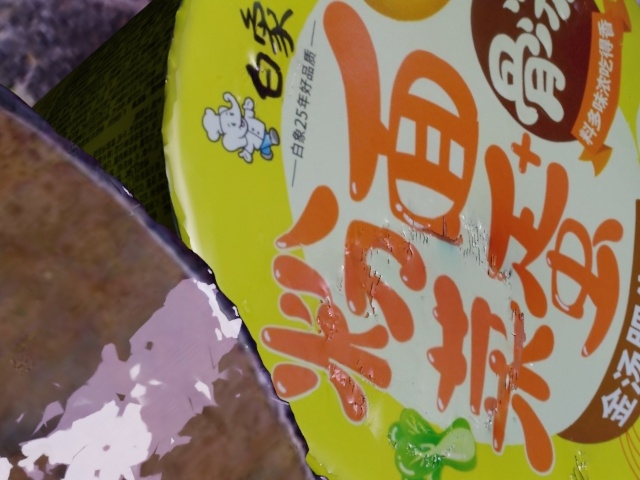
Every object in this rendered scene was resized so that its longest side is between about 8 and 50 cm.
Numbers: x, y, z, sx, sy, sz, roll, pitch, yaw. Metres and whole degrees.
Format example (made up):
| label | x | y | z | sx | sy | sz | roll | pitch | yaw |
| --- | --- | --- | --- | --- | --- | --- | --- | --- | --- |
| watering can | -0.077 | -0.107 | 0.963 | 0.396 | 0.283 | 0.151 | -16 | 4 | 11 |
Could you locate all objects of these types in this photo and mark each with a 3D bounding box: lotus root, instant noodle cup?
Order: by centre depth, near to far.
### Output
| label | x | y | z | sx | sy | sz | roll | pitch | yaw |
| --- | --- | --- | --- | --- | --- | --- | --- | --- | --- |
| lotus root | -0.143 | 0.093 | 0.634 | 0.192 | 0.272 | 0.272 | -44 | 107 | -26 |
| instant noodle cup | 0.000 | 0.000 | 0.777 | 0.311 | 0.221 | 0.311 | 11 | 71 | -37 |
